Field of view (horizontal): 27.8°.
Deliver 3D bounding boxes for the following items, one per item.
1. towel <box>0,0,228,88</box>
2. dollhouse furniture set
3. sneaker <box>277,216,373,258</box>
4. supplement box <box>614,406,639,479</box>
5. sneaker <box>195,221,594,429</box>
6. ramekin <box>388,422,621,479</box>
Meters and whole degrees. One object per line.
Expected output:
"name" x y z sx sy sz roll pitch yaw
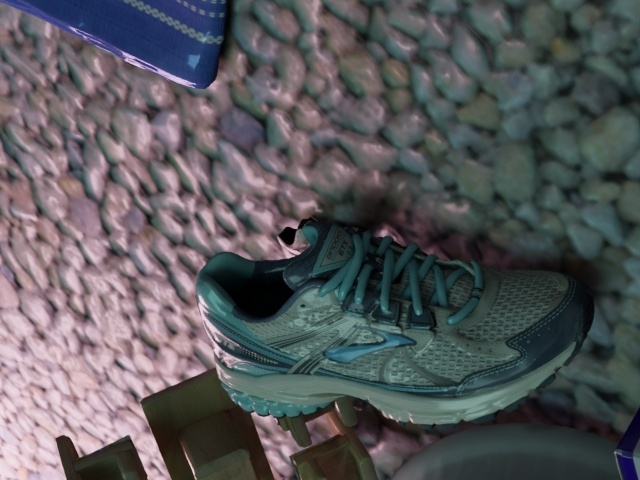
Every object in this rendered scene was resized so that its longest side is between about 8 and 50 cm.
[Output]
"towel" -0.157 -0.268 0.816 0.243 0.040 0.336 27 137 17
"dollhouse furniture set" -0.076 0.198 1.039 0.161 0.212 0.242 -129 19 -59
"sneaker" 0.000 0.000 0.924 0.083 0.032 0.037 -16 113 45
"supplement box" 0.301 0.140 0.740 0.220 0.111 0.114 2 125 38
"sneaker" 0.035 0.048 0.848 0.283 0.110 0.122 -9 123 29
"ramekin" 0.151 0.279 0.907 0.277 0.135 0.277 9 122 15
